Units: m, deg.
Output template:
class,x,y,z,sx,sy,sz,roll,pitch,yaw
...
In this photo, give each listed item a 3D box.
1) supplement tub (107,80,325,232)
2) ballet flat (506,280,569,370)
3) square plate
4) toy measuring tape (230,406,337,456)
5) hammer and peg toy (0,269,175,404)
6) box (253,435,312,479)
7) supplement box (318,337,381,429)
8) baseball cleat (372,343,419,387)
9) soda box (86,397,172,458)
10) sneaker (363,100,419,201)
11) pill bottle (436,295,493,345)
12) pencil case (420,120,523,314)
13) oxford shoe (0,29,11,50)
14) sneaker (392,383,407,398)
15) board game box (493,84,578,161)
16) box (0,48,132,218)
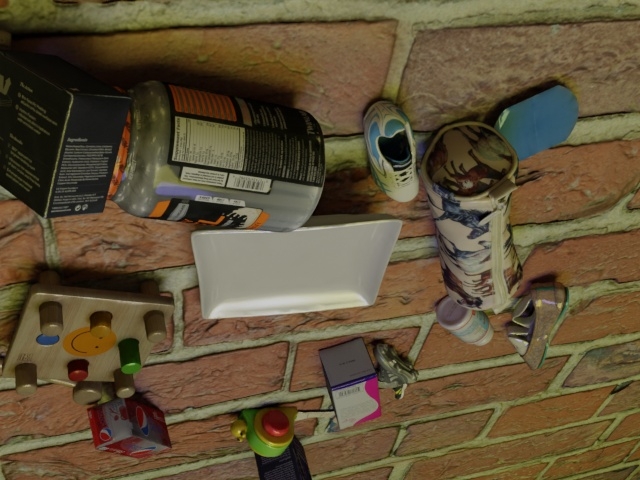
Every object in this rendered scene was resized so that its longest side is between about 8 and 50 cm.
class,x,y,z,sx,sy,sz,roll,pitch,yaw
supplement tub,-0.168,-0.119,1.070,0.316,0.193,0.193,6,134,-28
ballet flat,0.521,0.209,1.846,0.106,0.107,0.315,4,134,1
square plate,-0.050,0.045,1.340,0.344,0.049,0.347,-4,152,-8
toy measuring tape,-0.072,0.485,1.885,0.330,0.121,0.121,7,134,-30
hammer and peg toy,-0.454,0.214,1.388,0.266,0.127,0.361,10,133,-32
box,-0.091,0.626,1.966,0.108,0.207,0.153,-22,141,2
supplement box,0.073,0.346,1.785,0.111,0.113,0.220,-17,140,-6
baseball cleat,0.162,0.319,1.825,0.110,0.072,0.206,-28,137,20
soda box,-0.409,0.410,1.616,0.084,0.092,0.263,-20,158,-1
sneaker,0.127,-0.133,1.267,0.085,0.086,0.237,-24,143,2
pill bottle,0.342,0.190,1.737,0.087,0.087,0.160,-35,140,18
pencil case,0.292,-0.023,1.390,0.160,0.183,0.410,-22,142,1
oxford shoe,-0.453,-0.126,0.997,0.130,0.123,0.348,-8,141,-21
sneaker,0.203,0.388,1.961,0.035,0.031,0.083,3,133,-7
board game box,0.374,-0.212,1.324,0.169,0.033,0.133,-25,135,0
box,-0.330,-0.131,0.912,0.093,0.156,0.158,-11,126,-55
